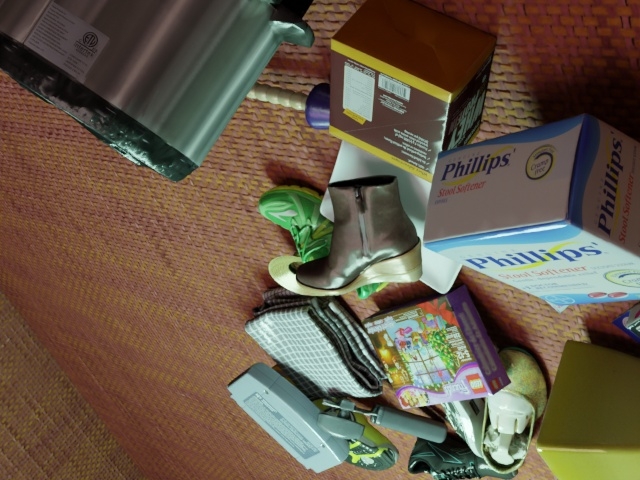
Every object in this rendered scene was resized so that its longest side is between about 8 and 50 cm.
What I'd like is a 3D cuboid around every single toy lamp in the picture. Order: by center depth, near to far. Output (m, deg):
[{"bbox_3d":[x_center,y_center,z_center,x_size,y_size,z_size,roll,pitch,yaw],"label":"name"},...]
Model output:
[{"bbox_3d":[-0.058,-0.239,1.690,0.275,0.080,0.080,21,145,33],"label":"toy lamp"}]

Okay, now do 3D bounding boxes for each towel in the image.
[{"bbox_3d":[-0.009,0.226,2.217,0.283,0.121,0.235,51,148,-19],"label":"towel"}]

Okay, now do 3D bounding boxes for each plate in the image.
[{"bbox_3d":[0.143,-0.057,1.740,0.277,0.045,0.278,34,150,10],"label":"plate"}]

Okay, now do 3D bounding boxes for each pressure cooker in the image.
[{"bbox_3d":[-0.226,-0.336,1.434,0.370,0.420,0.375,33,178,-33],"label":"pressure cooker"}]

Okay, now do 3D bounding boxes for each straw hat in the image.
[{"bbox_3d":[-0.027,0.050,2.059,0.145,0.061,0.144,14,147,9],"label":"straw hat"}]

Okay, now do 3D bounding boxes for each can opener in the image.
[{"bbox_3d":[0.132,0.407,2.228,0.284,0.095,0.076,17,174,-7],"label":"can opener"}]

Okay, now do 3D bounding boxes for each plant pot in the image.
[{"bbox_3d":[0.500,0.308,1.666,0.187,0.212,0.212,-2,141,38],"label":"plant pot"}]

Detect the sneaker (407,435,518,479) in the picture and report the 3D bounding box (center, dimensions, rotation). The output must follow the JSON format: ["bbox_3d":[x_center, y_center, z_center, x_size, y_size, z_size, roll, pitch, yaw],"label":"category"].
[{"bbox_3d":[0.310,0.497,2.246,0.267,0.106,0.101,4,133,44],"label":"sneaker"}]

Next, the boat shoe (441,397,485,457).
[{"bbox_3d":[0.298,0.356,2.104,0.070,0.078,0.219,3,126,45],"label":"boat shoe"}]

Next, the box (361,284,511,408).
[{"bbox_3d":[0.213,0.209,1.945,0.293,0.057,0.200,-25,91,58],"label":"box"}]

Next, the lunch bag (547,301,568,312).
[{"bbox_3d":[0.378,0.066,1.639,0.083,0.053,0.071,44,150,10],"label":"lunch bag"}]

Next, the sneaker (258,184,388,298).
[{"bbox_3d":[0.000,0.000,1.897,0.296,0.123,0.109,33,150,12],"label":"sneaker"}]

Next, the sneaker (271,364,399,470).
[{"bbox_3d":[0.026,0.394,2.379,0.385,0.147,0.145,30,147,18],"label":"sneaker"}]

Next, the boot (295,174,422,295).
[{"bbox_3d":[0.046,-0.014,1.743,0.249,0.090,0.206,-7,122,24],"label":"boot"}]

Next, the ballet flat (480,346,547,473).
[{"bbox_3d":[0.365,0.343,1.962,0.123,0.123,0.348,25,147,24],"label":"ballet flat"}]

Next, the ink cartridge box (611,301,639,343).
[{"bbox_3d":[0.581,0.127,1.491,0.176,0.069,0.371,38,153,2],"label":"ink cartridge box"}]

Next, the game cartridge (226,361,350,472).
[{"bbox_3d":[-0.071,0.400,2.301,0.294,0.060,0.196,44,152,-3],"label":"game cartridge"}]

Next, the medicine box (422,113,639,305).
[{"bbox_3d":[0.332,-0.028,1.355,0.289,0.149,0.263,21,162,-32],"label":"medicine box"}]

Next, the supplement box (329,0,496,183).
[{"bbox_3d":[0.127,-0.217,1.456,0.191,0.129,0.194,28,148,18],"label":"supplement box"}]
